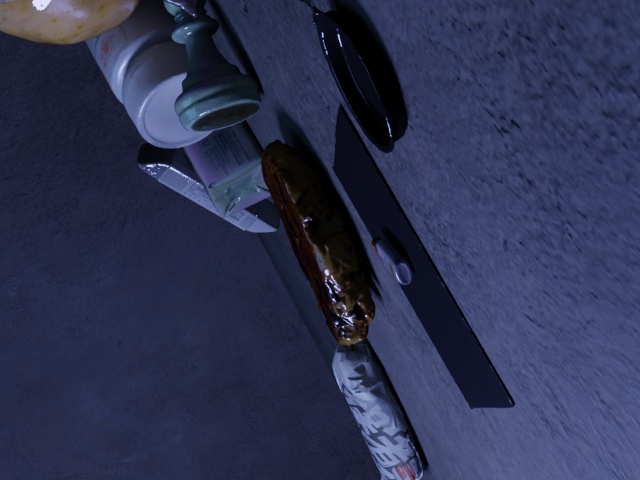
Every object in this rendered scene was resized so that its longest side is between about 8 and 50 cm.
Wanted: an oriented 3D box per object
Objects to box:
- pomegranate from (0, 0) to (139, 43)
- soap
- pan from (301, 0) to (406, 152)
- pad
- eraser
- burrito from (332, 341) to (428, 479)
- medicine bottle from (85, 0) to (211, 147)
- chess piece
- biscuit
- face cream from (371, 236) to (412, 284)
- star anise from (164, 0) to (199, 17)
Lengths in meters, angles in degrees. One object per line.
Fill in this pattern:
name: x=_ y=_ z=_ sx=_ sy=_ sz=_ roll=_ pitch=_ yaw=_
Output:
pomegranate: x=-0.497 y=-0.531 z=1.796 sx=0.411 sy=0.411 sz=0.411 roll=60 pitch=173 yaw=11
soap: x=-0.203 y=-0.177 z=2.095 sx=0.199 sy=0.138 sz=0.182 roll=59 pitch=173 yaw=19
pan: x=0.011 y=-0.184 z=0.876 sx=0.235 sy=0.028 sz=0.136 roll=59 pitch=173 yaw=-4
pad: x=0.107 y=0.035 z=1.171 sx=0.368 sy=0.007 sz=0.247 roll=60 pitch=173 yaw=8
eraser: x=-0.245 y=-0.118 z=2.228 sx=0.352 sy=0.061 sz=0.089 roll=31 pitch=-142 yaw=-25
burrito: x=0.137 y=0.399 z=2.078 sx=0.139 sy=0.101 sz=0.446 roll=41 pitch=157 yaw=58
medicine bottle: x=-0.340 y=-0.375 z=1.995 sx=0.371 sy=0.211 sz=0.211 roll=58 pitch=173 yaw=32
chess piece: x=-0.193 y=-0.320 z=1.596 sx=0.139 sy=0.139 sz=0.272 roll=109 pitch=144 yaw=-81
biscuit: x=0.001 y=0.002 z=1.535 sx=0.289 sy=0.081 sz=0.334 roll=-129 pitch=16 yaw=-61
face cream: x=0.082 y=0.020 z=1.175 sx=0.040 sy=0.021 sz=0.083 roll=66 pitch=172 yaw=-32
star anise: x=-0.252 y=-0.460 z=1.430 sx=0.315 sy=0.108 sz=0.315 roll=57 pitch=173 yaw=11
